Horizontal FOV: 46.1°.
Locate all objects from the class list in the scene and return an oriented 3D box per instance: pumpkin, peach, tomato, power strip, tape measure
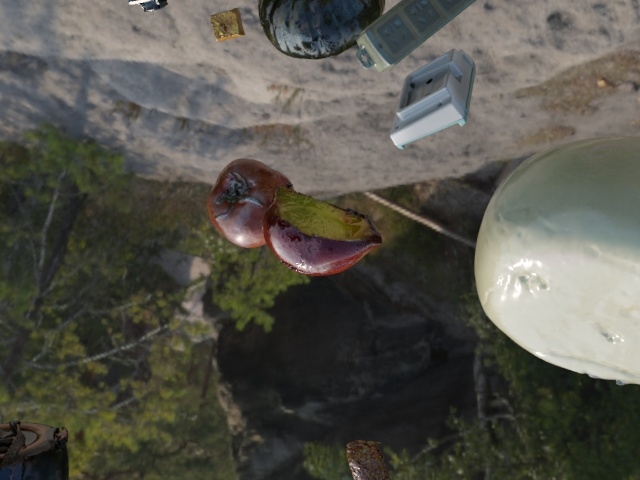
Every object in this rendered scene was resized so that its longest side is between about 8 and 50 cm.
[{"bbox_3d":[-0.243,-0.570,1.985,0.083,0.054,0.074,-8,99,19],"label":"pumpkin"},{"bbox_3d":[-0.004,0.004,1.692,0.267,0.158,0.154,19,132,3],"label":"peach"},{"bbox_3d":[0.003,-0.583,1.834,0.321,0.320,0.192,-4,148,12],"label":"pumpkin"},{"bbox_3d":[-0.171,-0.090,1.917,0.232,0.232,0.189,-21,158,28],"label":"tomato"},{"bbox_3d":[0.170,-0.374,1.231,0.078,0.272,0.052,52,166,-8],"label":"power strip"},{"bbox_3d":[-0.505,0.359,1.188,0.202,0.135,0.223,-6,-177,-36],"label":"tape measure"}]

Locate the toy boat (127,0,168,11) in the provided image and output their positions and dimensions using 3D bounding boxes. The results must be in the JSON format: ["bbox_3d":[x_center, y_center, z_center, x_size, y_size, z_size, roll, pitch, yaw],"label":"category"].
[{"bbox_3d":[-0.311,-0.474,1.434,0.055,0.141,0.060,-4,114,21],"label":"toy boat"}]

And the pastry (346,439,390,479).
[{"bbox_3d":[0.094,0.412,1.248,0.063,0.169,0.087,-19,178,-2],"label":"pastry"}]

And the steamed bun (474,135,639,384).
[{"bbox_3d":[0.364,0.006,0.906,0.334,0.233,0.312,18,147,13],"label":"steamed bun"}]

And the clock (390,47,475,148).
[{"bbox_3d":[0.310,-0.413,2.136,0.231,0.262,0.116,-19,128,37],"label":"clock"}]
